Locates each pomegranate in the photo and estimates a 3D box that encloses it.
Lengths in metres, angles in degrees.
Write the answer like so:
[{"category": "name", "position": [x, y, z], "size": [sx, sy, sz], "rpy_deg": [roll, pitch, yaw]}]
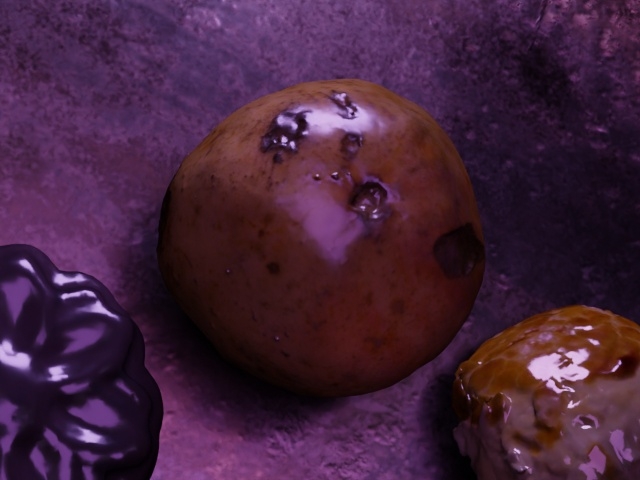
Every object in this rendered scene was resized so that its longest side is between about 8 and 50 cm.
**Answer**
[{"category": "pomegranate", "position": [0.000, 0.000, 1.661], "size": [0.281, 0.281, 0.281], "rpy_deg": [5, 74, -16]}]

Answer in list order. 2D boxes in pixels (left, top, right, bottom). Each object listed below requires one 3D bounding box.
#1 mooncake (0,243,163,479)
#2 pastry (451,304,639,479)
[{"category": "mooncake", "position": [-0.267, 0.141, 1.600], "size": [0.283, 0.141, 0.283], "rpy_deg": [6, 71, -17]}, {"category": "pastry", "position": [0.258, 0.168, 1.743], "size": [0.256, 0.170, 0.237], "rpy_deg": [-21, 85, -27]}]
